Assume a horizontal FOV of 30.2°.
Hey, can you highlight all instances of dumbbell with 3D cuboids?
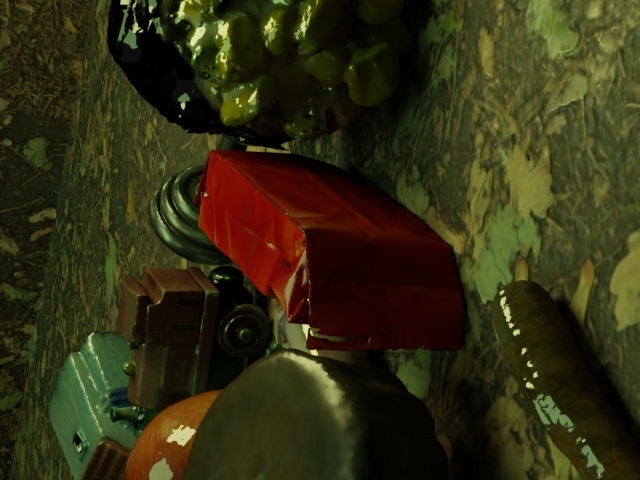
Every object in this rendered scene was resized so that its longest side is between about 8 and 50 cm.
[{"bbox_3d":[-0.133,-0.123,1.734,0.406,0.179,0.179,117,146,-44],"label":"dumbbell"}]

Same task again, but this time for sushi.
[{"bbox_3d":[-0.068,-0.276,1.418,0.285,0.329,0.327,-157,79,-70],"label":"sushi"}]

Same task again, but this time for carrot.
[{"bbox_3d":[0.227,0.166,1.003,0.342,0.070,0.070,-114,34,-43],"label":"carrot"}]

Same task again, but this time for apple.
[{"bbox_3d":[-0.146,0.325,1.635,0.271,0.252,0.206,83,178,-58],"label":"apple"}]

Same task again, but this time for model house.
[{"bbox_3d":[-0.307,0.364,2.049,0.295,0.252,0.329,-61,40,43],"label":"model house"}]

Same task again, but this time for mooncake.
[{"bbox_3d":[0.000,0.259,1.218,0.290,0.161,0.290,-22,58,41],"label":"mooncake"}]

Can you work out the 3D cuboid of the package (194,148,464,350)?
[{"bbox_3d":[-0.001,0.000,1.390,0.423,0.196,0.123,-136,54,-59],"label":"package"}]

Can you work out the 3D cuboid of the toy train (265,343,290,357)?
[{"bbox_3d":[-0.056,0.199,1.696,0.103,0.044,0.064,-109,28,-45],"label":"toy train"}]

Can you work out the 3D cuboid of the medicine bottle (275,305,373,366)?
[{"bbox_3d":[0.050,0.250,1.375,0.108,0.108,0.426,116,145,-44],"label":"medicine bottle"}]

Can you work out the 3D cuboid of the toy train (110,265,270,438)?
[{"bbox_3d":[-0.204,0.184,1.819,0.150,0.222,0.304,-143,57,-60],"label":"toy train"}]
